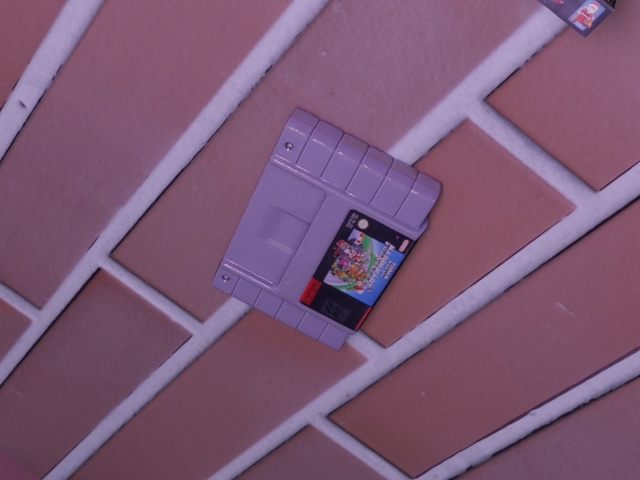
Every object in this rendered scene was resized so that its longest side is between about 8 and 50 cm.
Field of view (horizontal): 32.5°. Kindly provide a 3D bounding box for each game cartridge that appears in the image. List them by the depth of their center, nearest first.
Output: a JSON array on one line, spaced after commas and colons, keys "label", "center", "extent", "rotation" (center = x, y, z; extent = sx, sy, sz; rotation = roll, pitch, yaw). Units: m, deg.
[{"label": "game cartridge", "center": [0.000, 0.000, 1.537], "extent": [0.230, 0.068, 0.355], "rotation": [30, 135, 1]}]

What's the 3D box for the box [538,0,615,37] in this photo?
[{"label": "box", "center": [0.199, -0.322, 1.087], "extent": [0.233, 0.159, 0.044], "rotation": [36, 134, -10]}]
